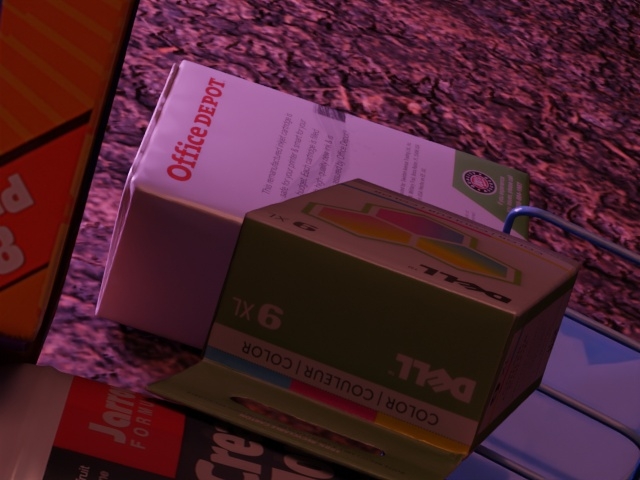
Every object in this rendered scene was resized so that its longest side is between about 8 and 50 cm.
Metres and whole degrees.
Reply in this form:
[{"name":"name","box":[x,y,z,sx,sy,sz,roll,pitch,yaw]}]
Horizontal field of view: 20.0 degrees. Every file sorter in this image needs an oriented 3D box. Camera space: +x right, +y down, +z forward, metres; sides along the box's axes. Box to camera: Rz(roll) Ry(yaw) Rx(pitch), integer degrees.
[{"name":"file sorter","box":[0.096,0.088,0.838,0.118,0.104,0.170,26,65,12]}]

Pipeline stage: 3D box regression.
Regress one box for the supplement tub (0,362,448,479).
[{"name":"supplement tub","box":[-0.058,0.153,0.631,0.272,0.191,0.191,16,30,-6]}]

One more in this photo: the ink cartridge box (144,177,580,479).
[{"name":"ink cartridge box","box":[0.026,0.029,0.698,0.109,0.062,0.209,21,12,14]}]

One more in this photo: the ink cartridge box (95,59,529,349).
[{"name":"ink cartridge box","box":[0.000,0.000,1.009,0.219,0.092,0.160,18,31,-3]}]

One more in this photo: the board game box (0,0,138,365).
[{"name":"board game box","box":[-0.241,-0.162,0.734,0.356,0.356,0.356,15,-9,-7]}]
